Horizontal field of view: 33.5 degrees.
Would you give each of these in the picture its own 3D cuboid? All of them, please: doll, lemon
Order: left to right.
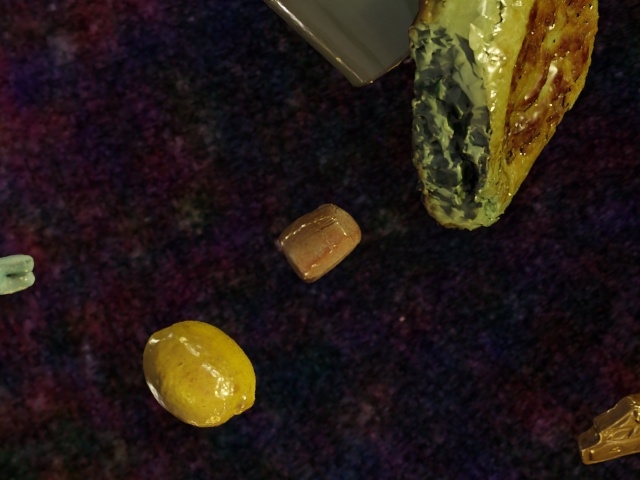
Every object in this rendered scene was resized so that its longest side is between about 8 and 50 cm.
[{"bbox_3d":[-0.534,0.068,1.649,0.075,0.179,0.120,-138,44,-64],"label":"doll"},{"bbox_3d":[-0.210,0.231,1.845,0.207,0.170,0.170,42,137,8],"label":"lemon"}]

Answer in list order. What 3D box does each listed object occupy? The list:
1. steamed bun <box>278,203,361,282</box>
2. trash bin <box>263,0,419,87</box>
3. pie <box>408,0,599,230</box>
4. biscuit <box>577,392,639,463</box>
[{"bbox_3d":[0.000,0.000,1.951,0.106,0.145,0.175,50,-179,8],"label":"steamed bun"},{"bbox_3d":[-0.027,-0.396,1.099,0.432,0.280,0.280,44,142,-13],"label":"trash bin"},{"bbox_3d":[0.175,-0.172,1.000,0.103,0.288,0.355,14,127,28],"label":"pie"},{"bbox_3d":[0.461,0.255,1.501,0.215,0.182,0.034,106,149,-52],"label":"biscuit"}]
